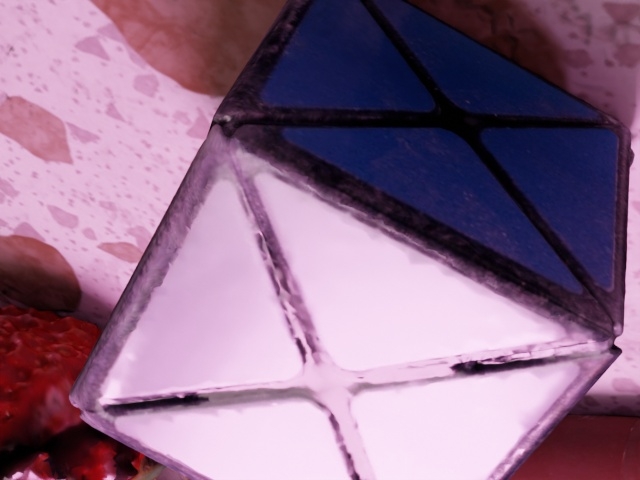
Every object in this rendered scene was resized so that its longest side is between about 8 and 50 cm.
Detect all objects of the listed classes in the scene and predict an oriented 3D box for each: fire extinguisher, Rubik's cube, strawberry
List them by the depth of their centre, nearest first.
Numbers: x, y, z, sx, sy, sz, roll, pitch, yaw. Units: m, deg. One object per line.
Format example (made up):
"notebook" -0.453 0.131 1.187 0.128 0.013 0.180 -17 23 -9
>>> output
"Rubik's cube" 0.027 0.019 0.847 0.260 0.259 0.254 30 126 -2
"fire extinguisher" 0.175 0.211 1.171 0.344 0.102 0.138 -3 136 34
"strawberry" -0.293 0.191 1.333 0.292 0.310 0.291 -10 136 -10

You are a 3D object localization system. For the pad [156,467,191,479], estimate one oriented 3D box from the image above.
"pad" -0.259 0.242 1.544 0.233 0.022 0.174 -7 134 39
